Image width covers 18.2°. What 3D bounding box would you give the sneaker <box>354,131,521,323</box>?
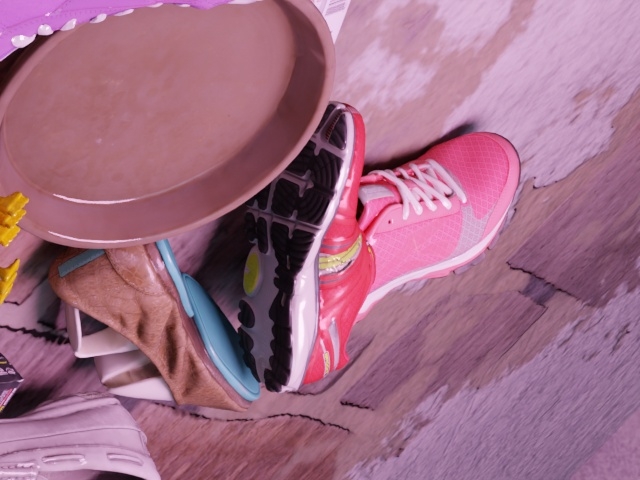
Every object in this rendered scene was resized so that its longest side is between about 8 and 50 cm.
[{"bbox_3d":[0.071,-0.018,1.892,0.314,0.116,0.136,-35,153,-18],"label":"sneaker"}]

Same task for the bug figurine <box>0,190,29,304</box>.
[{"bbox_3d":[-0.303,0.067,1.425,0.279,0.072,0.216,-57,176,-47],"label":"bug figurine"}]

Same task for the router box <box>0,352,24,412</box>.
[{"bbox_3d":[-0.316,0.149,1.658,0.122,0.038,0.092,-53,154,21],"label":"router box"}]

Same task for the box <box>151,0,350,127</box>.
[{"bbox_3d":[-0.058,-0.162,1.553,0.186,0.038,0.145,-24,149,-38],"label":"box"}]

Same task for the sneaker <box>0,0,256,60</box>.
[{"bbox_3d":[-0.162,-0.174,1.297,0.282,0.102,0.161,11,127,-42],"label":"sneaker"}]

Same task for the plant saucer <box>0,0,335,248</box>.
[{"bbox_3d":[-0.121,-0.101,1.476,0.278,0.041,0.278,-20,144,-15],"label":"plant saucer"}]

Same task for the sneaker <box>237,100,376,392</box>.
[{"bbox_3d":[0.000,0.000,1.764,0.118,0.107,0.279,-12,124,-40],"label":"sneaker"}]

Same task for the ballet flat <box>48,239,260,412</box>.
[{"bbox_3d":[-0.151,0.077,1.731,0.124,0.116,0.342,-23,155,3],"label":"ballet flat"}]

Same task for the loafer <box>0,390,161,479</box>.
[{"bbox_3d":[-0.260,0.209,1.653,0.319,0.111,0.112,-17,145,-47],"label":"loafer"}]
